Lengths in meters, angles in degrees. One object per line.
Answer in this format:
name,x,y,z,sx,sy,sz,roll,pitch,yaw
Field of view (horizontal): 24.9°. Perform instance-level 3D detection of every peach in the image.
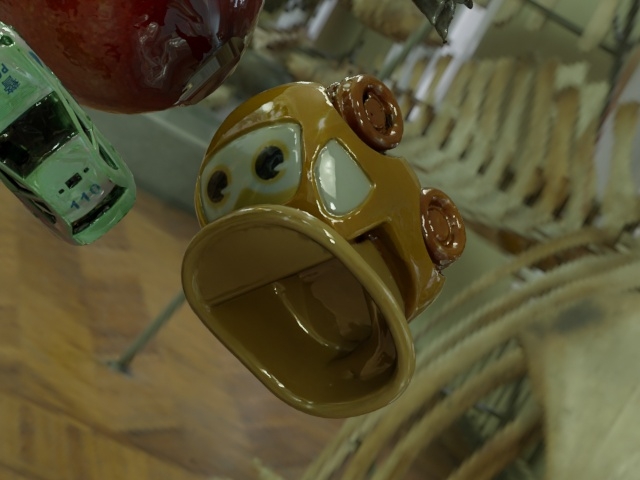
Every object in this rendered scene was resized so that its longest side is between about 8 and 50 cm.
peach,-0.227,-0.329,1.674,0.388,0.388,0.388,29,10,-5

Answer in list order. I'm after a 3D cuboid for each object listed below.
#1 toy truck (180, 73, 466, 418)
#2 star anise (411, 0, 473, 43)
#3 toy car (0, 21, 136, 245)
toy truck,0.000,0.000,1.363,0.288,0.204,0.211,56,37,-16
star anise,0.074,-0.199,1.030,0.056,0.124,0.129,-11,19,25
toy car,-0.223,-0.076,1.156,0.076,0.090,0.224,44,-7,37
